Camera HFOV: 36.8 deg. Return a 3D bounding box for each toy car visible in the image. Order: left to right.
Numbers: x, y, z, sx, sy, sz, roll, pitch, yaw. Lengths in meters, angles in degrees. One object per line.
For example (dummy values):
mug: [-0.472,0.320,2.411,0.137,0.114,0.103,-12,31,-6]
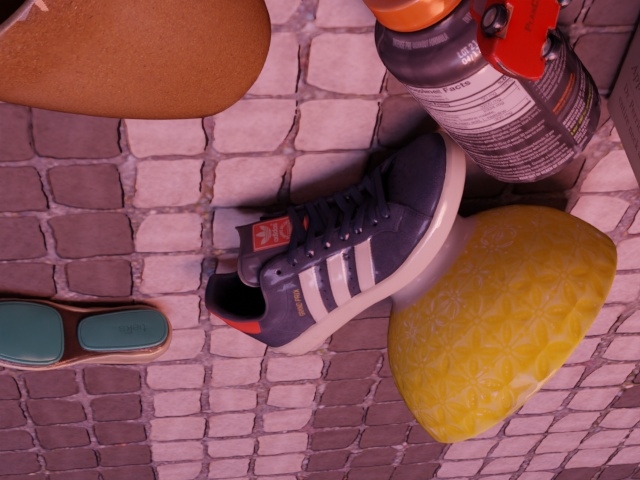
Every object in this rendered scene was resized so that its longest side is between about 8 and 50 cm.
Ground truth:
toy car: [0.181,-0.249,0.706,0.225,0.239,0.053,-18,-168,-27]

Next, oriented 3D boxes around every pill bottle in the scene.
pill bottle: [0.132,-0.158,0.806,0.130,0.130,0.246,-27,141,23]

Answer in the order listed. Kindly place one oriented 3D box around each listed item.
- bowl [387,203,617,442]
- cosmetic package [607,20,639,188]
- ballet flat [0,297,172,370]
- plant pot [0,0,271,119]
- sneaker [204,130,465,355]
bowl: [0.159,0.057,1.042,0.156,0.289,0.289,40,129,-8]
cosmetic package: [0.467,-0.135,0.739,0.328,0.329,0.393,-4,145,-5]
ballet flat: [-0.303,0.116,1.146,0.249,0.086,0.086,5,142,-21]
plant pot: [-0.150,-0.182,0.663,0.237,0.237,0.254,-25,157,22]
sneaker: [0.000,0.000,1.005,0.148,0.131,0.350,23,130,-26]
